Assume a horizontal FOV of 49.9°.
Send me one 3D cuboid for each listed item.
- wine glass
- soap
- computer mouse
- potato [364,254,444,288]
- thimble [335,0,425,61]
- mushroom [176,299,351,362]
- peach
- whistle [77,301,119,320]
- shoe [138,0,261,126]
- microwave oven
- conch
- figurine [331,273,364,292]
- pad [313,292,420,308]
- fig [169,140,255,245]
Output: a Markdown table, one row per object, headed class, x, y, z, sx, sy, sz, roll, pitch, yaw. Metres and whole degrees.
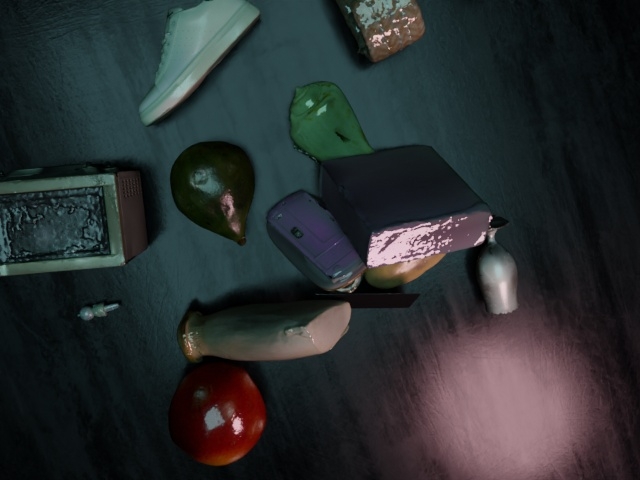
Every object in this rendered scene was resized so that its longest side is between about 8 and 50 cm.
| class | x | y | z | sx | sy | sz | roll | pitch | yaw |
| --- | --- | --- | --- | --- | --- | --- | --- | --- | --- |
| wine glass | 0.420 | 0.061 | 1.659 | 0.103 | 0.103 | 0.222 | -11 | 102 | -2 |
| soap | 0.176 | -0.087 | 1.493 | 0.286 | 0.296 | 0.107 | -11 | 130 | -15 |
| computer mouse | 0.000 | 0.000 | 1.549 | 0.158 | 0.310 | 0.071 | -38 | 138 | -12 |
| potato | 0.208 | 0.018 | 1.621 | 0.161 | 0.128 | 0.234 | 24 | 105 | -30 |
| thimble | 0.118 | -0.515 | 1.497 | 0.148 | 0.196 | 0.229 | -29 | 101 | 2 |
| mushroom | -0.137 | 0.211 | 1.571 | 0.408 | 0.154 | 0.137 | -10 | 117 | 15 |
| peach | -0.237 | 0.406 | 1.618 | 0.244 | 0.199 | 0.243 | -2 | 97 | -14 |
| whistle | -0.531 | 0.167 | 1.642 | 0.100 | 0.035 | 0.035 | -15 | 100 | -3 |
| shoe | -0.307 | -0.424 | 1.520 | 0.160 | 0.132 | 0.363 | 43 | 90 | -10 |
| microwave oven | -0.579 | -0.054 | 1.478 | 0.355 | 0.286 | 0.218 | -5 | 98 | -2 |
| conch | 0.016 | -0.249 | 1.585 | 0.143 | 0.137 | 0.250 | -40 | 121 | -23 |
| figurine | 0.047 | 0.074 | 1.606 | 0.133 | 0.153 | 0.132 | -1 | 98 | -4 |
| pad | 0.103 | 0.143 | 1.624 | 0.243 | 0.163 | 0.004 | 0 | 73 | -3 |
| fig | -0.225 | -0.101 | 1.543 | 0.195 | 0.195 | 0.244 | -29 | 91 | 1 |
